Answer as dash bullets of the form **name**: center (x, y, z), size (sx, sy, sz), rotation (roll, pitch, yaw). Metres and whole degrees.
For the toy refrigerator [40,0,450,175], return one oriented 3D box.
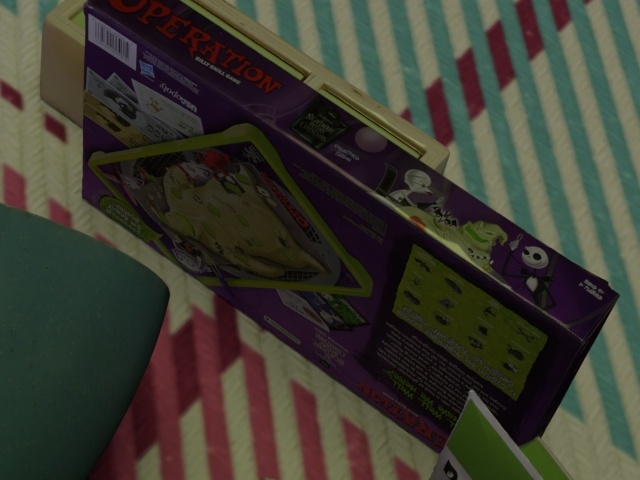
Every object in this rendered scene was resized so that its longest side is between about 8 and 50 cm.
- **toy refrigerator**: center (-0.055, -0.083, 1.114), size (0.269, 0.094, 0.102), rotation (35, 56, 13)

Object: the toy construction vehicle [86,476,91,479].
- **toy construction vehicle**: center (-0.136, 0.174, 0.956), size (0.086, 0.035, 0.098), rotation (33, 48, 10)

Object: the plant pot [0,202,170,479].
- **plant pot**: center (-0.241, 0.091, 0.864), size (0.290, 0.290, 0.195), rotation (12, 75, -3)

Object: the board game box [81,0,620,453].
- **board game box**: center (0.000, 0.000, 0.997), size (0.347, 0.208, 0.056), rotation (35, 55, 13)

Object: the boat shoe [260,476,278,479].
- **boat shoe**: center (-0.028, 0.224, 0.923), size (0.063, 0.066, 0.184), rotation (17, 52, -12)

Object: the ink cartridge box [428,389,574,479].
- **ink cartridge box**: center (0.135, 0.192, 0.856), size (0.097, 0.255, 0.188), rotation (-24, 63, -26)
